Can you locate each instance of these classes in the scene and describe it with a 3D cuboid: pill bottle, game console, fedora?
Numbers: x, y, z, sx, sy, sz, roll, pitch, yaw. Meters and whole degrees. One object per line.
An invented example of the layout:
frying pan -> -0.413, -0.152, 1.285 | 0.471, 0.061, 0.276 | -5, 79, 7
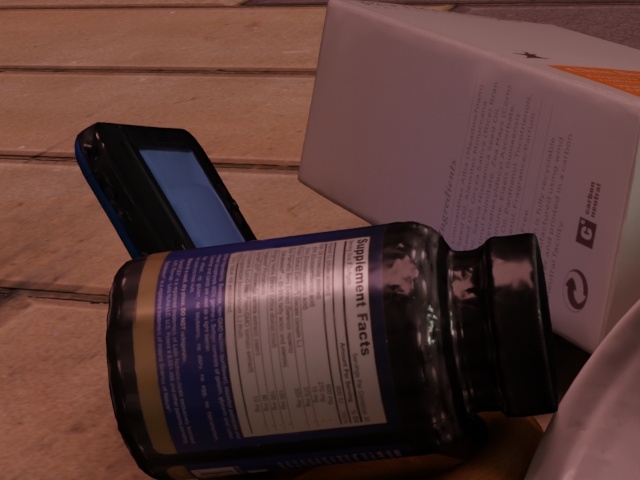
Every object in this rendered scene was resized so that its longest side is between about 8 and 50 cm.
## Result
pill bottle -> 0.009, 0.055, 0.887 | 0.219, 0.122, 0.123 | -7, 20, 10
game console -> 0.000, 0.000, 1.115 | 0.173, 0.250, 0.293 | -30, -1, 7
fedora -> 0.030, 0.143, 0.937 | 0.194, 0.079, 0.194 | -10, 18, 3

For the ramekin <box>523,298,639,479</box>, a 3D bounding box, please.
ramekin -> 0.192, 0.112, 0.799 | 0.109, 0.207, 0.207 | 32, 16, -12

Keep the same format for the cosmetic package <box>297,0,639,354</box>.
cosmetic package -> 0.184, -0.059, 1.248 | 0.230, 0.161, 0.453 | 2, 14, -27
